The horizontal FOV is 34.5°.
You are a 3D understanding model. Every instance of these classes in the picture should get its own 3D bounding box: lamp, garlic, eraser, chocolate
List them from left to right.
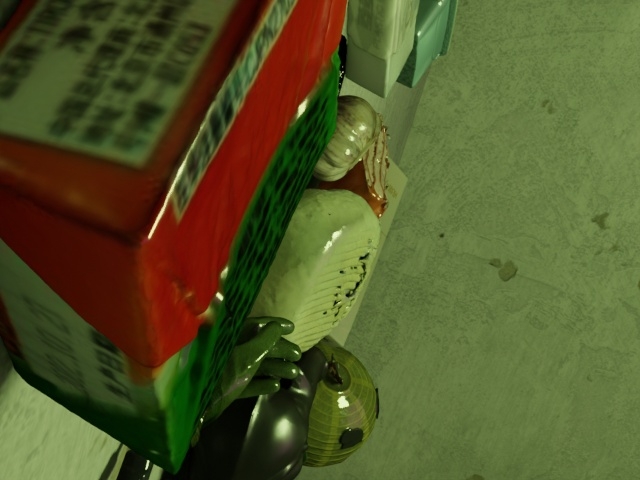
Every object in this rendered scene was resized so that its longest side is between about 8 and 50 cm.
[{"bbox_3d":[-0.103,-0.068,0.736,0.341,0.161,0.360,96,14,-58],"label":"chocolate"},{"bbox_3d":[-0.001,0.299,1.985,0.250,0.250,0.284,-64,-178,-40],"label":"lamp"},{"bbox_3d":[0.028,-0.168,1.651,0.159,0.102,0.147,-47,172,-43],"label":"garlic"},{"bbox_3d":[0.095,-0.415,1.377,0.213,0.082,0.397,-63,162,-51],"label":"eraser"}]

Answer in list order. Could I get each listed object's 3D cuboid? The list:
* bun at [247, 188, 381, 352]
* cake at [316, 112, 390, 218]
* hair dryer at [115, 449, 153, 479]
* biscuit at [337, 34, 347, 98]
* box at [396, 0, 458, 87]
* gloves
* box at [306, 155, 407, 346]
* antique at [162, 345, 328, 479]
[{"bbox_3d":[-0.028,0.038,1.517,0.273,0.168,0.273,-49,156,-32],"label":"bun"},{"bbox_3d":[0.076,-0.124,1.771,0.135,0.098,0.287,-17,-136,44],"label":"cake"},{"bbox_3d":[-0.225,0.323,1.168,0.235,0.091,0.272,115,-5,-64],"label":"hair dryer"},{"bbox_3d":[-0.011,-0.203,1.454,0.194,0.053,0.195,19,90,-81],"label":"biscuit"},{"bbox_3d":[0.132,-0.364,1.700,0.130,0.162,0.227,-58,169,-16],"label":"box"},{"bbox_3d":[-0.123,0.174,1.316,0.268,0.107,0.135,-31,168,-44],"label":"gloves"},{"bbox_3d":[0.035,-0.017,1.844,0.204,0.051,0.365,45,57,-41],"label":"box"},{"bbox_3d":[-0.115,0.317,1.531,0.255,0.185,0.322,-66,176,-72],"label":"antique"}]
